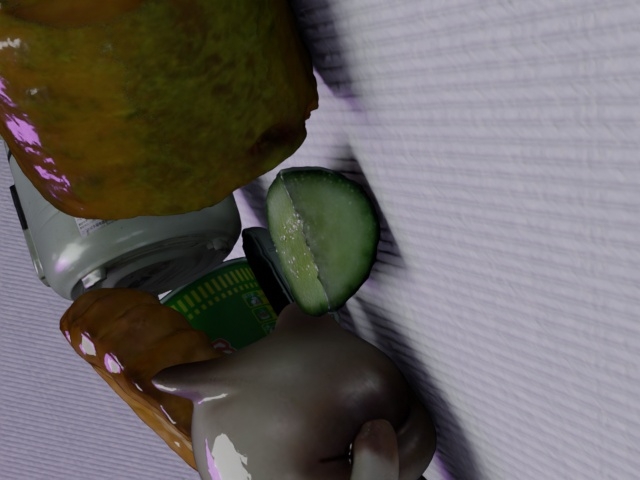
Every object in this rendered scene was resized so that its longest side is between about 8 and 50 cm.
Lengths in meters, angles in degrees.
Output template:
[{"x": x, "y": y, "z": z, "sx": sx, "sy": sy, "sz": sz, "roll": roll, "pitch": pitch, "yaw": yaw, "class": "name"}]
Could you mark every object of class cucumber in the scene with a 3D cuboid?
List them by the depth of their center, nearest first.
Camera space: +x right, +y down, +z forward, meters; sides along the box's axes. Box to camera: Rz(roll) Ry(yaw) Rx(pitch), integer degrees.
[{"x": 0.000, "y": 0.000, "z": 1.439, "sx": 0.244, "sy": 0.063, "sz": 0.115, "roll": 154, "pitch": 96, "yaw": -81, "class": "cucumber"}]

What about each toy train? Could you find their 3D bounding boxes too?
[{"x": -0.035, "y": 0.034, "z": 1.768, "sx": 0.252, "sy": 0.048, "sz": 0.055, "roll": -125, "pitch": 21, "yaw": -64, "class": "toy train"}]

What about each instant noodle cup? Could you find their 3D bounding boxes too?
[{"x": -0.077, "y": 0.166, "z": 1.981, "sx": 0.232, "sy": 0.207, "sz": 0.207, "roll": 50, "pitch": 166, "yaw": 19, "class": "instant noodle cup"}]

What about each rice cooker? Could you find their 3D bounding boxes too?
[{"x": -0.210, "y": -0.064, "z": 1.843, "sx": 0.226, "sy": 0.226, "sz": 0.244, "roll": 98, "pitch": 156, "yaw": -73, "class": "rice cooker"}]

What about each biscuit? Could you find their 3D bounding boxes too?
[{"x": -0.118, "y": 0.162, "z": 1.754, "sx": 0.326, "sy": 0.107, "sz": 0.326, "roll": 42, "pitch": 167, "yaw": 12, "class": "biscuit"}]

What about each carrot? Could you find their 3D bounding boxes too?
[{"x": -0.143, "y": -0.171, "z": 1.223, "sx": 0.241, "sy": 0.241, "sz": 0.340, "roll": 52, "pitch": 169, "yaw": 46, "class": "carrot"}]

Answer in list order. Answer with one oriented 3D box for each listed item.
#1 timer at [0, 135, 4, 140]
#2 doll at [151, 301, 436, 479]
[{"x": -0.267, "y": -0.286, "z": 1.622, "sx": 0.291, "sy": 0.291, "sz": 0.315, "roll": 97, "pitch": 166, "yaw": -73, "class": "timer"}, {"x": 0.026, "y": 0.247, "z": 1.526, "sx": 0.226, "sy": 0.215, "sz": 0.370, "roll": -1, "pitch": 112, "yaw": 53, "class": "doll"}]
